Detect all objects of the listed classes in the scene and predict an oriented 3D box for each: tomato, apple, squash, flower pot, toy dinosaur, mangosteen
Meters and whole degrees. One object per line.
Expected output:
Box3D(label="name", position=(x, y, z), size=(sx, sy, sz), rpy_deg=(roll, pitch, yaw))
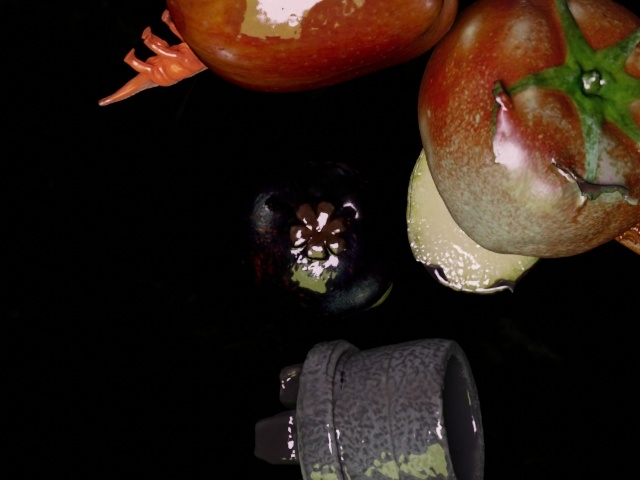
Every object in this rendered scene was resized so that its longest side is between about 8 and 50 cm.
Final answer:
Box3D(label="tomato", position=(0.249, -0.123, 1.609), size=(0.303, 0.303, 0.239), rpy_deg=(27, 152, -8))
Box3D(label="apple", position=(-0.012, -0.298, 1.508), size=(0.317, 0.288, 0.288), rpy_deg=(0, 134, 10))
Box3D(label="squash", position=(0.200, -0.021, 1.828), size=(0.192, 0.184, 0.085), rpy_deg=(14, 175, 10))
Box3D(label="flower pot", position=(0.076, 0.281, 2.064), size=(0.283, 0.299, 0.299), rpy_deg=(-10, 130, 17))
Box3D(label="toy dinosaur", position=(-0.168, -0.234, 1.786), size=(0.280, 0.055, 0.101), rpy_deg=(-25, 131, 35))
Box3D(label="mangosteen", position=(0.000, 0.000, 1.858), size=(0.243, 0.243, 0.243), rpy_deg=(10, 136, 10))

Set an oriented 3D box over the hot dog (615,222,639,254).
Box3D(label="hot dog", position=(0.431, -0.007, 1.781), size=(0.249, 0.076, 0.102), rpy_deg=(28, 133, -7))
